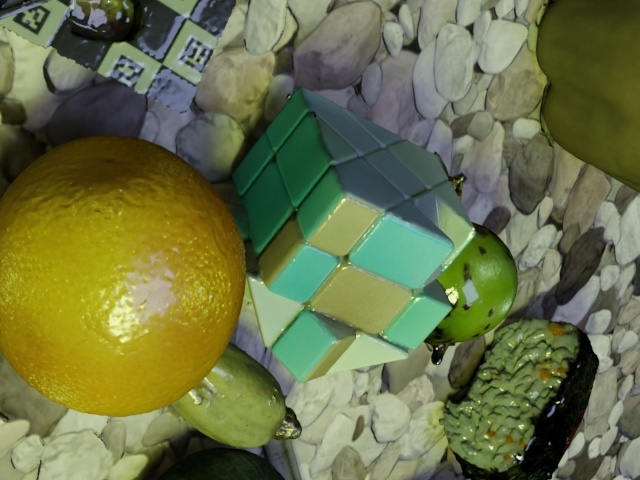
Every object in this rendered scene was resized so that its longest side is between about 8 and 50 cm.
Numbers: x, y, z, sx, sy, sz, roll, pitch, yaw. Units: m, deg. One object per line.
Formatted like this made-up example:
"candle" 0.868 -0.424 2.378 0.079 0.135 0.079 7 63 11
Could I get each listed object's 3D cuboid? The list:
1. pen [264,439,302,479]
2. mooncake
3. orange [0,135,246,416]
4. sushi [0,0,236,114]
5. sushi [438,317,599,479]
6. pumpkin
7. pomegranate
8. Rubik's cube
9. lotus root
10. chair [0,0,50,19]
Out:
"pen" -0.044 0.253 1.438 0.040 0.032 0.233 -20 124 -8
"mooncake" 0.428 -0.231 1.537 0.378 0.201 0.378 -26 129 -38
"orange" -0.169 0.029 1.067 0.236 0.236 0.236 -21 123 -36
"sushi" -0.158 -0.239 1.066 0.192 0.050 0.215 25 87 -22
"sushi" 0.257 0.205 1.625 0.225 0.136 0.126 -50 144 -20
"pumpkin" -0.109 0.312 1.317 0.211 0.152 0.211 -27 127 -42
"pomegranate" 0.121 0.015 1.398 0.156 0.156 0.220 -39 112 -24
"Rubik's cube" 0.000 0.000 1.226 0.224 0.265 0.213 24 119 -30
"lotus root" -0.089 0.157 1.310 0.090 0.077 0.183 -52 133 -1
"chair" -0.181 -0.227 0.975 0.212 0.101 0.084 -25 104 -18
